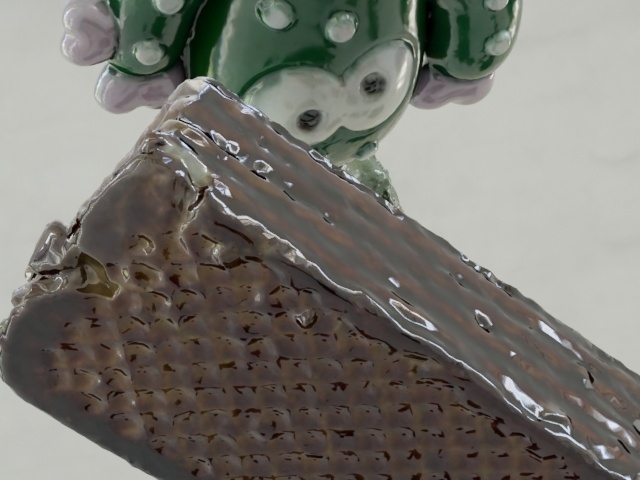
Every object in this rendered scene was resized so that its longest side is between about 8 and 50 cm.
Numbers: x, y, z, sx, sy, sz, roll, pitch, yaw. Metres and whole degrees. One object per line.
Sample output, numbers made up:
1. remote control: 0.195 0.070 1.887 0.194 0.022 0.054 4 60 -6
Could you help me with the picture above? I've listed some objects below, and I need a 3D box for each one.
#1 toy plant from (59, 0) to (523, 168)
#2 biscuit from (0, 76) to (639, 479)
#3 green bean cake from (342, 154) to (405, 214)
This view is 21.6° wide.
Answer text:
1. toy plant: -0.006 -0.115 0.902 0.233 0.112 0.243 -30 -38 5
2. biscuit: 0.072 0.091 0.579 0.388 0.073 0.107 34 -58 -16
3. green bean cake: 0.000 0.000 1.650 0.173 0.094 0.181 -35 -40 -9
